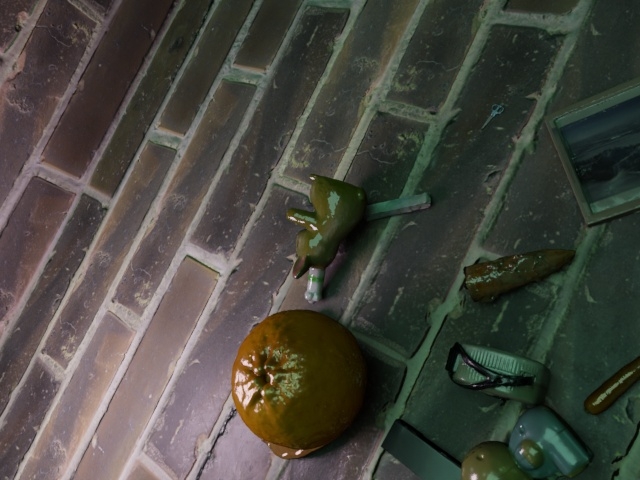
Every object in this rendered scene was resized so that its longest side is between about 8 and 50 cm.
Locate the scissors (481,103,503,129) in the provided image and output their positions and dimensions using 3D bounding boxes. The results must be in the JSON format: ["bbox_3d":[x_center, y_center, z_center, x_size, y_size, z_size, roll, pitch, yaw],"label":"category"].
[{"bbox_3d":[0.470,-0.339,1.557,0.036,0.006,0.083,40,95,35],"label":"scissors"}]

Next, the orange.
[{"bbox_3d":[-0.060,0.334,1.385,0.341,0.293,0.340,-9,69,24],"label":"orange"}]

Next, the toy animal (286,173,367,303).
[{"bbox_3d":[-0.008,-0.014,1.625,0.180,0.181,0.362,36,97,40],"label":"toy animal"}]

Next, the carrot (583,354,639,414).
[{"bbox_3d":[0.651,0.279,1.184,0.248,0.043,0.043,-45,54,7],"label":"carrot"}]

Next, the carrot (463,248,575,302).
[{"bbox_3d":[0.476,0.070,1.354,0.263,0.102,0.101,-19,62,19],"label":"carrot"}]

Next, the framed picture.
[{"bbox_3d":[0.789,-0.247,1.304,0.446,0.028,0.325,-22,61,24],"label":"framed picture"}]

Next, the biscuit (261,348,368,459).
[{"bbox_3d":[-0.056,0.398,1.577,0.365,0.062,0.385,40,96,37],"label":"biscuit"}]

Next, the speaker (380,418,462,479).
[{"bbox_3d":[0.254,0.520,1.342,0.218,0.044,0.082,27,88,36],"label":"speaker"}]

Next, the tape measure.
[{"bbox_3d":[0.371,0.297,1.256,0.235,0.207,0.115,10,81,33],"label":"tape measure"}]

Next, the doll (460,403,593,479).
[{"bbox_3d":[0.414,0.468,1.178,0.261,0.177,0.161,-43,62,11],"label":"doll"}]

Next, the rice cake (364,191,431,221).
[{"bbox_3d":[0.216,-0.095,1.609,0.211,0.034,0.043,-11,58,30],"label":"rice cake"}]
